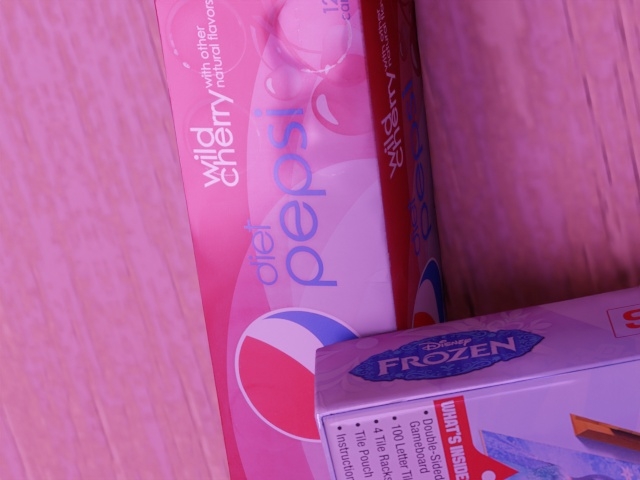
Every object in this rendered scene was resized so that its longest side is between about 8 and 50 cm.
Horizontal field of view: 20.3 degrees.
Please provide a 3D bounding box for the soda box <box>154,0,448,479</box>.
[{"bbox_3d":[0.000,0.000,0.774,0.092,0.083,0.263,0,115,18],"label":"soda box"}]

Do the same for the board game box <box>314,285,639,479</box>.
[{"bbox_3d":[0.183,0.166,0.755,0.318,0.066,0.319,-10,113,5],"label":"board game box"}]
